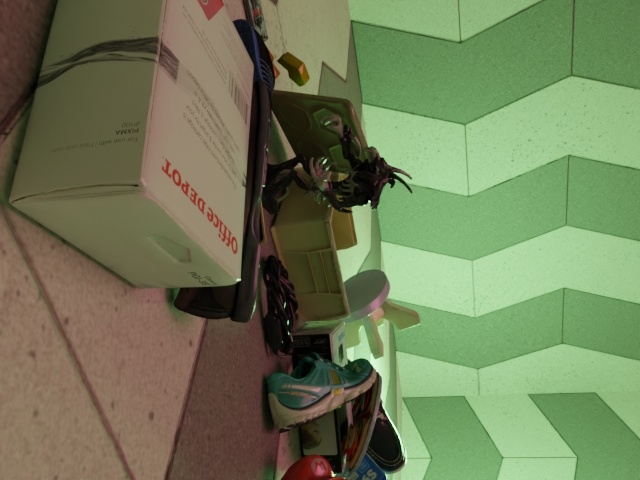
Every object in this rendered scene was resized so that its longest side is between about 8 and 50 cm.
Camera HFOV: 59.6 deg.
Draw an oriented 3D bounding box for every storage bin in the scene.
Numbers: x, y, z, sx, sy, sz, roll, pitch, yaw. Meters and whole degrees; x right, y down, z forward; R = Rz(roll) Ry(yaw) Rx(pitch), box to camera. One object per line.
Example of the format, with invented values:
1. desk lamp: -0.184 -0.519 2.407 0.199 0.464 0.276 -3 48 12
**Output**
1. storage bin: 0.000 0.000 1.219 0.262 0.123 0.260 -79 160 -54

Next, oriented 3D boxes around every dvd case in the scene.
1. dvd case: -0.126 -0.436 1.061 0.087 0.013 0.119 -74 157 -60

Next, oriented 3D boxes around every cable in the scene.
1. cable: -0.068 0.113 1.028 0.150 0.047 0.184 -53 136 -73

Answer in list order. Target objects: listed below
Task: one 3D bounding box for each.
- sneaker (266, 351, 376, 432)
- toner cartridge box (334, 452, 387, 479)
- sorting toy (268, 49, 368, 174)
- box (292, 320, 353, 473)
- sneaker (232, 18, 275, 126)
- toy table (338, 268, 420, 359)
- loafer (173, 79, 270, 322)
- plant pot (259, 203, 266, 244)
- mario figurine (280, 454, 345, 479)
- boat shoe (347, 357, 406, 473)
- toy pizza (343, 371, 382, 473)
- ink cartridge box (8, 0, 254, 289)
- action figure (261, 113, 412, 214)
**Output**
1. sneaker: 0.009 0.257 1.034 0.275 0.107 0.110 -7 71 -53
2. toner cartridge box: 0.088 0.616 1.276 0.075 0.165 0.348 39 -21 36
3. sorting toy: -0.008 -0.240 1.068 0.041 0.229 0.307 -54 143 -20
4. box: 0.009 0.330 1.211 0.169 0.087 0.290 -2 88 -78
5. sneaker: -0.106 -0.234 0.902 0.090 0.081 0.232 26 58 -68
6. toy table: 0.134 0.207 1.576 0.161 0.252 0.274 64 26 -15
7. loafer: -0.116 -0.055 0.673 0.109 0.095 0.302 148 -54 -74
8. plant pot: -0.117 -0.035 0.783 0.083 0.082 0.081 -95 179 -84
9. mario figurine: 0.019 0.499 0.869 0.198 0.170 0.320 89 -10 -66
10. boat shoe: 0.095 0.403 1.318 0.302 0.114 0.091 48 -22 34
11. toy pizza: 0.078 0.357 1.114 0.201 0.032 0.201 18 90 -89
12. ink cartridge box: -0.154 -0.117 0.533 0.207 0.117 0.283 62 25 -63
13. action figure: 0.015 -0.121 0.958 0.164 0.276 0.141 -82 163 -48
